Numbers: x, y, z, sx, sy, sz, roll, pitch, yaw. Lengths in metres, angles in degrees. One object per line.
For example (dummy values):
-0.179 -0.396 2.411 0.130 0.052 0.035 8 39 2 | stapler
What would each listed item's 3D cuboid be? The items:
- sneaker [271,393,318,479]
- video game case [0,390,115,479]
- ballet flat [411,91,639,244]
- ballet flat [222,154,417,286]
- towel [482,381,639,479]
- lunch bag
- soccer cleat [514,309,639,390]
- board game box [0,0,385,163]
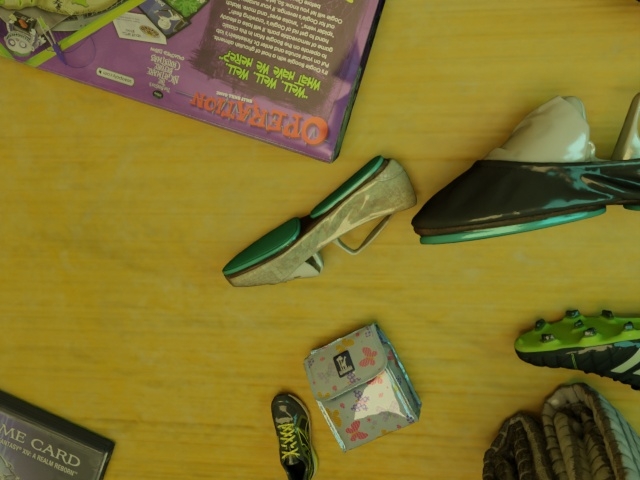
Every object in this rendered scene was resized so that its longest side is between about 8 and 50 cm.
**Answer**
-0.021 0.170 0.654 0.031 0.035 0.083 -16 100 12 | sneaker
-0.325 0.268 0.735 0.196 0.026 0.274 23 105 3 | video game case
0.200 -0.054 0.541 0.280 0.095 0.096 -4 93 0 | ballet flat
0.000 0.000 0.600 0.168 0.057 0.052 -34 106 16 | ballet flat
0.214 0.251 0.506 0.121 0.284 0.235 -38 94 17 | towel
0.032 0.117 0.624 0.071 0.053 0.083 -26 89 13 | lunch bag
0.238 0.088 0.580 0.179 0.060 0.072 -6 104 8 | soccer cleat
-0.123 -0.208 0.575 0.347 0.056 0.208 19 102 5 | board game box
